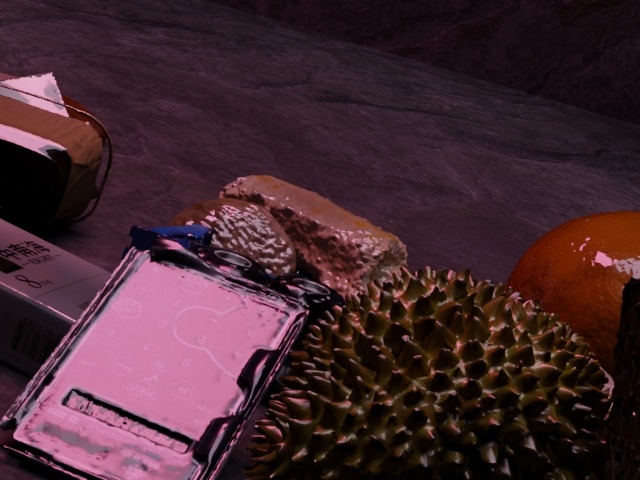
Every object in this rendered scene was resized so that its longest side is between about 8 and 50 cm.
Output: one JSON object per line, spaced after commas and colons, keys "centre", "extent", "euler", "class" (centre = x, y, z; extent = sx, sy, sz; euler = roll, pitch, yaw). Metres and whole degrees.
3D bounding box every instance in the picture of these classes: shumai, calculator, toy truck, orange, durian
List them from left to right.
{"centre": [-0.124, 0.103, 1.457], "extent": [0.165, 0.028, 0.274], "euler": [22, 40, 7], "class": "calculator"}
{"centre": [-0.097, 0.032, 1.829], "extent": [0.145, 0.146, 0.116], "euler": [20, -28, -2], "class": "shumai"}
{"centre": [-0.087, 0.060, 1.699], "extent": [0.208, 0.113, 0.126], "euler": [21, 14, -3], "class": "toy truck"}
{"centre": [0.087, 0.152, 1.368], "extent": [0.292, 0.258, 0.258], "euler": [15, 16, -17], "class": "durian"}
{"centre": [0.312, 0.094, 1.858], "extent": [0.264, 0.264, 0.264], "euler": [19, 15, -5], "class": "orange"}

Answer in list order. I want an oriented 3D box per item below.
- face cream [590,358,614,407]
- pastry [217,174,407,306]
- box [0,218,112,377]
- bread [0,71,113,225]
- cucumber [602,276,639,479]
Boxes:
{"centre": [0.262, 0.204, 1.482], "extent": [0.081, 0.174, 0.348], "euler": [-28, 27, -6], "class": "face cream"}
{"centre": [-0.006, 0.000, 2.096], "extent": [0.121, 0.089, 0.258], "euler": [-12, 31, -43], "class": "pastry"}
{"centre": [-0.251, 0.051, 1.600], "extent": [0.243, 0.067, 0.155], "euler": [25, 14, 16], "class": "box"}
{"centre": [-0.323, -0.108, 1.927], "extent": [0.224, 0.142, 0.212], "euler": [19, 18, -3], "class": "bread"}
{"centre": [0.233, 0.205, 1.270], "extent": [0.096, 0.359, 0.096], "euler": [8, -16, 2], "class": "cucumber"}
